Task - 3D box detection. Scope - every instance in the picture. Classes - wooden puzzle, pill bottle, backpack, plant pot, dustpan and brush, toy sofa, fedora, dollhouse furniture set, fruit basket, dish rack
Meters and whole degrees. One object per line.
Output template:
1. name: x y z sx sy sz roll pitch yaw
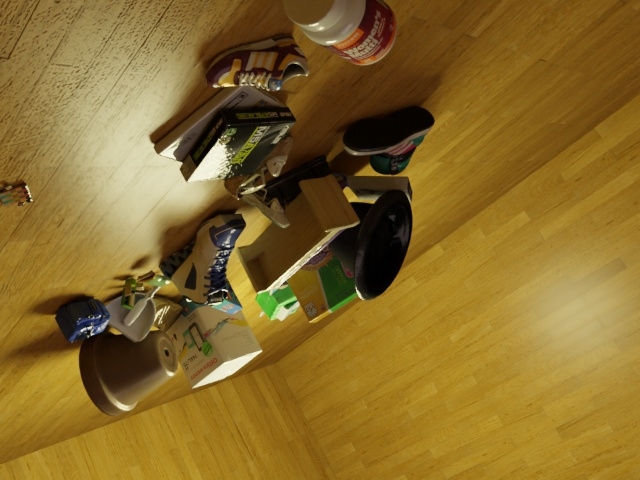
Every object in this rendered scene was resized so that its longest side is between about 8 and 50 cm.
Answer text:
1. wooden puzzle: -0.549 -0.082 1.200 0.049 0.006 0.083 -24 163 -22
2. pill bottle: 0.035 -0.377 1.116 0.121 0.121 0.221 -37 163 23
3. backpack: -0.629 0.208 1.797 0.120 0.098 0.101 -9 151 -50
4. plant pot: -0.575 0.380 2.067 0.229 0.263 0.263 -22 166 8
5. dustpan and brush: -0.516 0.180 1.926 0.211 0.147 0.060 -53 -157 -10
6. toy sofa: -0.051 -0.013 1.783 0.177 0.150 0.362 -11 157 -46
7. fedora: 0.125 -0.003 1.841 0.334 0.152 0.334 -40 142 -41
8. dollhouse furniture set: -0.486 0.138 1.832 0.152 0.058 0.076 -21 147 30
9. fruit basket: -0.065 0.154 2.532 0.353 0.165 0.327 -26 164 -24
10. dish rack: -0.062 -0.115 1.866 0.208 0.074 0.271 -26 166 -8

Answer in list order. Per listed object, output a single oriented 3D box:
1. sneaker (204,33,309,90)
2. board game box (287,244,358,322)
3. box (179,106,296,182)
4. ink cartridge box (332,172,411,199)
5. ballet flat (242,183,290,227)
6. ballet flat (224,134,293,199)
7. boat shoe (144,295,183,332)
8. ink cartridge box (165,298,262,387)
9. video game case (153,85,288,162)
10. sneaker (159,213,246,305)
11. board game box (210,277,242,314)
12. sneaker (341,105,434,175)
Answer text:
1. sneaker: -0.109 -0.297 1.174 0.185 0.084 0.069 -26 164 -15
2. board game box: -0.003 0.054 2.035 0.242 0.316 0.064 -34 163 13
3. box: -0.169 -0.195 1.365 0.184 0.045 0.191 -11 156 -45
4. ink cartridge box: 0.147 -0.149 1.921 0.224 0.045 0.223 4 176 12
5. ballet flat: -0.136 -0.094 1.645 0.052 0.168 0.057 -51 -169 22
6. ballet flat: -0.134 -0.165 1.574 0.206 0.067 0.073 -35 163 18
7. boat shoe: -0.509 0.221 2.112 0.104 0.089 0.285 -53 172 -14
8. ink cartridge box: -0.378 0.329 2.304 0.198 0.270 0.197 -40 161 32
9. video game case: -0.194 -0.228 1.353 0.227 0.026 0.206 -35 164 16
10. sneaker: -0.293 0.073 1.823 0.315 0.182 0.127 -40 163 32
11. board game box: -0.316 0.136 2.021 0.047 0.160 0.210 -31 165 2
12. sneaker: 0.157 -0.244 1.774 0.295 0.124 0.178 -21 153 -32
